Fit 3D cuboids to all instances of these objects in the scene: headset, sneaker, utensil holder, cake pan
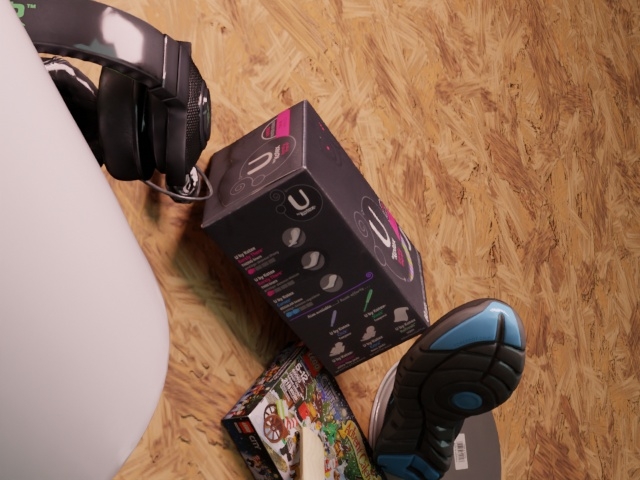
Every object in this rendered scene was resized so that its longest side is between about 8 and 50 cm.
[{"bbox_3d":[-0.207,-0.133,0.908,0.394,0.243,0.185,44,44,-63],"label":"headset"},{"bbox_3d":[0.143,0.154,1.159,0.125,0.341,0.140,20,49,-3],"label":"sneaker"},{"bbox_3d":[-0.293,-0.014,0.585,0.385,0.327,0.328,70,29,-51],"label":"utensil holder"},{"bbox_3d":[0.175,0.305,1.397,0.293,0.054,0.293,21,63,-48],"label":"cake pan"}]

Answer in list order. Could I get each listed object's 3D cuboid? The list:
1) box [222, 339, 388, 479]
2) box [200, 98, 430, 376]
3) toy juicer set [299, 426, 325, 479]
[{"bbox_3d":[-0.010,0.258,1.180,0.159,0.044,0.233,-47,116,-48],"label":"box"},{"bbox_3d":[0.000,0.000,1.154,0.270,0.143,0.165,51,21,-29],"label":"box"},{"bbox_3d":[0.048,0.385,1.065,0.329,0.089,0.209,48,23,-5],"label":"toy juicer set"}]
